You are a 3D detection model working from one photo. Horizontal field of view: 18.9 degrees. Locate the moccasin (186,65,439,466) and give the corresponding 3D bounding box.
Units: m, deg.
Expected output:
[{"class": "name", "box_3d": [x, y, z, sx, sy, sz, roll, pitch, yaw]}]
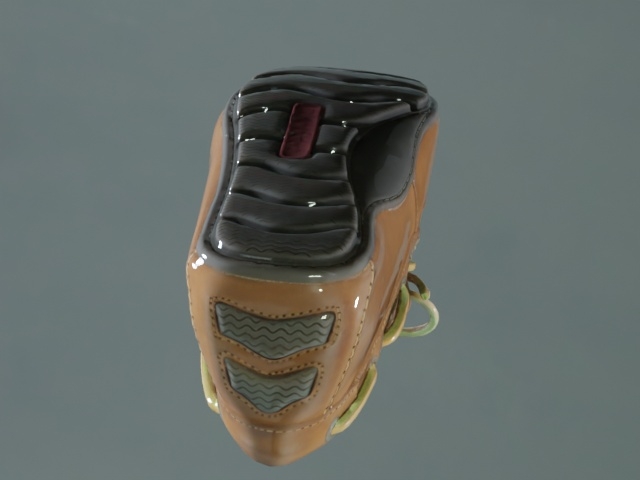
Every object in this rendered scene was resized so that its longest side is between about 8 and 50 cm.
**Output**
[{"class": "moccasin", "box_3d": [0.003, 0.000, 1.106, 0.139, 0.147, 0.380, 3, 25, 0]}]
